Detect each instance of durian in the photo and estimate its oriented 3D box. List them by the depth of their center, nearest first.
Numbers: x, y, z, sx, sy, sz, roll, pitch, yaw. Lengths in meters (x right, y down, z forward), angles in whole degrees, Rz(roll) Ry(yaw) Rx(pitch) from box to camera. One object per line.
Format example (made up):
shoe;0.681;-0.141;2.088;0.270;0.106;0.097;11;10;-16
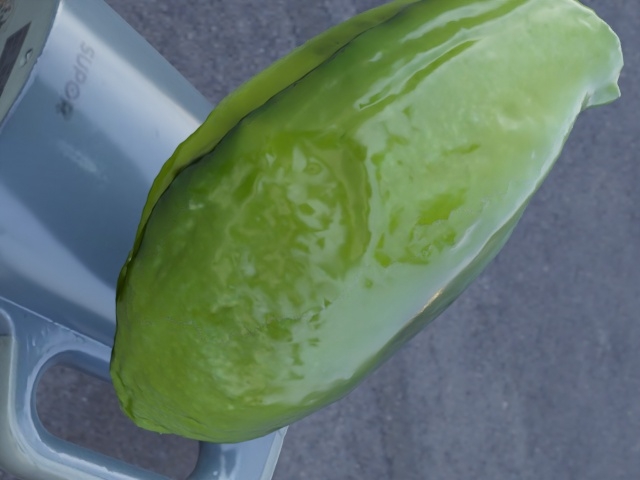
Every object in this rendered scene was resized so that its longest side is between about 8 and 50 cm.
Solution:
durian;0.000;0.000;0.442;0.250;0.101;0.139;-47;168;19

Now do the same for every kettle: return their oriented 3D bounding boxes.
kettle;-0.095;0.018;0.588;0.243;0.160;0.211;38;52;-35
